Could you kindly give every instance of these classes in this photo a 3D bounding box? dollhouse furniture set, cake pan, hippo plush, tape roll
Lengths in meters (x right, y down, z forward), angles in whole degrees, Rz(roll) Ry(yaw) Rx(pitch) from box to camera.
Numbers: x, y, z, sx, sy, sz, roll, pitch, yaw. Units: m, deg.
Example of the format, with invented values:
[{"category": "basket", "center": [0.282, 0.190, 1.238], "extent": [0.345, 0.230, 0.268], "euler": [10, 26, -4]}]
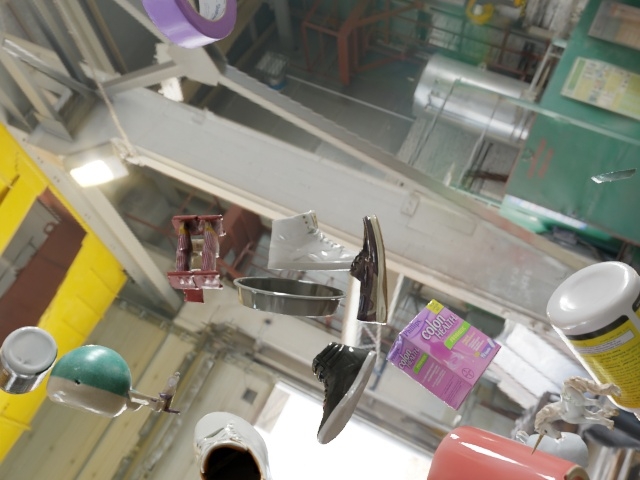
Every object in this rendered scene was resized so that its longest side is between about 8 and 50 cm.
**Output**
[{"category": "dollhouse furniture set", "center": [-0.372, 0.086, 1.995], "extent": [0.374, 0.152, 0.201], "euler": [95, 175, -66]}, {"category": "cake pan", "center": [-0.079, 0.143, 1.610], "extent": [0.293, 0.293, 0.054], "euler": [-5, -77, -73]}, {"category": "hippo plush", "center": [0.585, 0.610, 1.564], "extent": [0.294, 0.234, 0.236], "euler": [-43, 16, 50]}, {"category": "dollhouse furniture set", "center": [-0.347, 0.300, 1.293], "extent": [0.091, 0.114, 0.081], "euler": [44, -122, -64]}, {"category": "tape roll", "center": [-0.320, -0.614, 1.524], "extent": [0.275, 0.090, 0.274], "euler": [26, -120, -56]}]

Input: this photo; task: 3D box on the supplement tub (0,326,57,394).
[{"category": "supplement tub", "center": [-0.685, 0.284, 1.450], "extent": [0.190, 0.117, 0.117], "euler": [-41, 7, 45]}]

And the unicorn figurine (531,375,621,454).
[{"category": "unicorn figurine", "center": [0.386, 0.257, 0.951], "extent": [0.060, 0.111, 0.161], "euler": [-55, -34, -55]}]

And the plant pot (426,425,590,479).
[{"category": "plant pot", "center": [0.370, 0.509, 1.204], "extent": [0.275, 0.243, 0.274], "euler": [7, -99, -47]}]

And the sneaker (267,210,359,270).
[{"category": "sneaker", "center": [0.000, 0.000, 1.723], "extent": [0.108, 0.293, 0.169], "euler": [23, -111, -80]}]

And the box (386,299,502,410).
[{"category": "box", "center": [0.354, 0.320, 1.797], "extent": [0.213, 0.243, 0.117], "euler": [-33, -30, -46]}]

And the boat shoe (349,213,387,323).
[{"category": "boat shoe", "center": [0.118, 0.077, 1.576], "extent": [0.103, 0.092, 0.285], "euler": [-85, -11, -74]}]

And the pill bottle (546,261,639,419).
[{"category": "pill bottle", "center": [0.621, 0.219, 1.257], "extent": [0.188, 0.334, 0.188], "euler": [-38, 12, 10]}]

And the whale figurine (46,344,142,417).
[{"category": "whale figurine", "center": [-0.497, 0.319, 1.422], "extent": [0.272, 0.216, 0.141], "euler": [90, -165, -71]}]

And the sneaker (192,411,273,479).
[{"category": "sneaker", "center": [-0.130, 0.309, 0.917], "extent": [0.106, 0.290, 0.123], "euler": [-30, -64, -17]}]

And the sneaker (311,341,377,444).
[{"category": "sneaker", "center": [0.025, 0.389, 1.646], "extent": [0.295, 0.147, 0.104], "euler": [-55, -25, -37]}]

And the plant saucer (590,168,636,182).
[{"category": "plant saucer", "center": [0.830, -0.181, 1.778], "extent": [0.119, 0.119, 0.021], "euler": [-7, -94, -73]}]
